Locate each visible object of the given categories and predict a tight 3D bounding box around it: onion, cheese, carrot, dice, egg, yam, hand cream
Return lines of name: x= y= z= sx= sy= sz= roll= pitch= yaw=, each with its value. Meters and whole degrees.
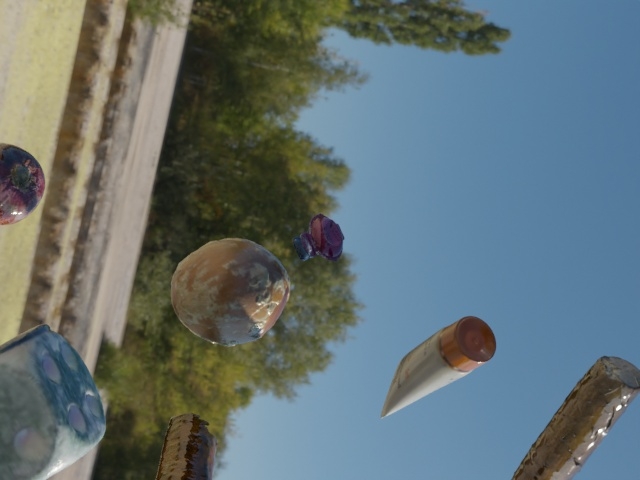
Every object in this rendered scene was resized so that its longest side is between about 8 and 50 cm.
onion: x=-0.620 y=-0.101 z=1.494 sx=0.195 sy=0.159 sz=0.159 roll=-11 pitch=-120 yaw=37
cheese: x=0.000 y=0.000 z=1.469 sx=0.038 sy=0.145 sz=0.095 roll=-27 pitch=-93 yaw=38
carrot: x=-0.243 y=0.441 z=1.394 sx=0.302 sy=0.114 sz=0.114 roll=-88 pitch=-166 yaw=-54
dice: x=-0.777 y=0.434 z=2.013 sx=0.328 sy=0.330 sz=0.348 roll=-88 pitch=153 yaw=-87
egg: x=-0.161 y=0.092 z=1.403 sx=0.233 sy=0.195 sz=0.195 roll=1 pitch=105 yaw=-58
yam: x=0.236 y=0.200 z=0.758 sx=0.057 sy=0.057 sz=0.241 roll=-89 pitch=-166 yaw=-49
hand cream: x=0.207 y=0.230 z=1.466 sx=0.314 sy=0.089 sz=0.139 roll=-51 pitch=-169 yaw=52
